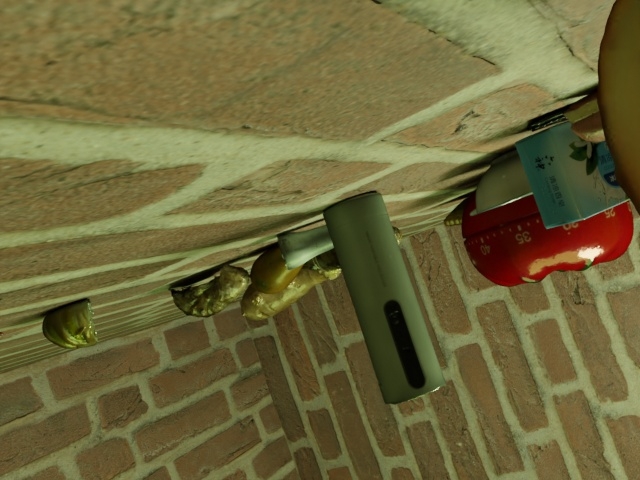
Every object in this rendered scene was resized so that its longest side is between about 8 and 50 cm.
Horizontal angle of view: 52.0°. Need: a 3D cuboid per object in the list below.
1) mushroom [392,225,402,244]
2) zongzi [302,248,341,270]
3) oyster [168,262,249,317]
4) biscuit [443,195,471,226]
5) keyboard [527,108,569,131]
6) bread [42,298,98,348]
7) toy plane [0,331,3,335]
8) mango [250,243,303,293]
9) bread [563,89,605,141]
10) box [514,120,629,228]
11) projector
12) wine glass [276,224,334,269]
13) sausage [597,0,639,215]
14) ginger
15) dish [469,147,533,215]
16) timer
[{"bbox_3d":[0.144,0.000,1.895,0.209,0.071,0.084,-11,-157,-42],"label":"mushroom"},{"bbox_3d":[-0.006,0.030,1.607,0.184,0.084,0.187,-6,-177,14],"label":"zongzi"},{"bbox_3d":[-0.253,0.117,1.504,0.166,0.094,0.294,-27,-176,-14],"label":"oyster"},{"bbox_3d":[0.487,-0.100,1.858,0.254,0.029,0.172,-7,-156,45],"label":"biscuit"},{"bbox_3d":[0.387,-0.192,0.915,0.196,0.015,0.074,-20,175,13],"label":"keyboard"},{"bbox_3d":[-0.450,0.154,1.180,0.094,0.083,0.157,1,164,-42],"label":"bread"},{"bbox_3d":[-0.605,0.195,1.059,0.189,0.061,0.130,-15,173,-41],"label":"toy plane"},{"bbox_3d":[-0.089,0.055,1.388,0.111,0.089,0.163,-47,-178,-31],"label":"mango"},{"bbox_3d":[0.416,-0.177,0.834,0.192,0.067,0.119,-21,155,25],"label":"bread"},{"bbox_3d":[0.427,-0.124,1.009,0.232,0.142,0.083,-20,179,-24],"label":"box"},{"bbox_3d":[0.103,0.093,1.082,0.108,0.337,0.108,-18,174,-2],"label":"projector"},{"bbox_3d":[0.000,0.000,1.225,0.155,0.072,0.072,-20,176,-4],"label":"wine glass"},{"bbox_3d":[0.359,-0.114,0.407,0.287,0.233,0.233,-16,174,-22],"label":"sausage"},{"bbox_3d":[-0.075,0.139,2.034,0.375,0.166,0.236,-15,168,22],"label":"ginger"},{"bbox_3d":[0.374,-0.125,1.217,0.236,0.086,0.228,-21,176,16],"label":"dish"},{"bbox_3d":[0.519,-0.049,1.534,0.378,0.279,0.378,-17,176,-1],"label":"timer"}]
